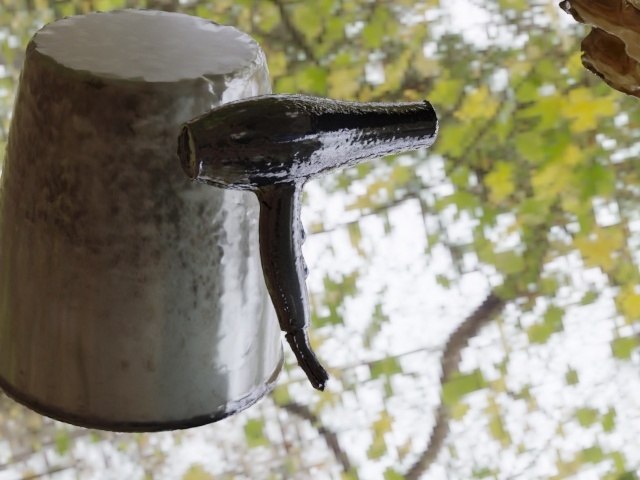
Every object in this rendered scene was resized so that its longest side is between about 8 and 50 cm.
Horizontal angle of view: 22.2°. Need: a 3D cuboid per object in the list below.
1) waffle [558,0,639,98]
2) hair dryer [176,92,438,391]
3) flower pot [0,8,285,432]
[{"bbox_3d":[0.302,-0.175,1.186,0.304,0.077,0.348,35,-18,28],"label":"waffle"},{"bbox_3d":[0.000,0.000,1.194,0.075,0.195,0.219,180,-96,-68],"label":"hair dryer"},{"bbox_3d":[-0.173,-0.032,1.532,0.293,0.293,0.330,33,-52,47],"label":"flower pot"}]
